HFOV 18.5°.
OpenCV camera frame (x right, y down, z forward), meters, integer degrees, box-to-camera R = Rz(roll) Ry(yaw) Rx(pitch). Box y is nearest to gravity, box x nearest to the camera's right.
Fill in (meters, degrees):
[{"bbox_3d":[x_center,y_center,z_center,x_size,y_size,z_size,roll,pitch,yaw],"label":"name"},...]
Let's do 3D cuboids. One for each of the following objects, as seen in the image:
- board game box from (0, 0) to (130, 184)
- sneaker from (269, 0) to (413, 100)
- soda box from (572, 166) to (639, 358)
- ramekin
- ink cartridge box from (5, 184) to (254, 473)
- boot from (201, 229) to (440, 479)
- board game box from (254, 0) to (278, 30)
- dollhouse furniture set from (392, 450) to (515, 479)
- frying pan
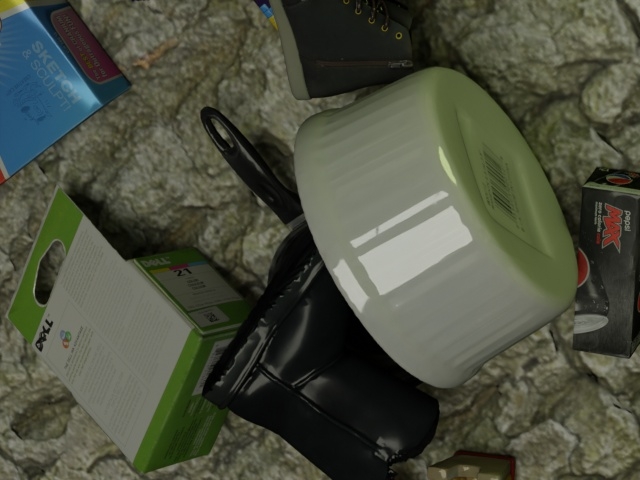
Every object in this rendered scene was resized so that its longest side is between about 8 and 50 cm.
[{"bbox_3d":[-0.376,-0.213,1.987,0.242,0.064,0.316,-34,96,31],"label":"board game box"},{"bbox_3d":[0.017,-0.225,1.739,0.118,0.083,0.222,-6,135,8],"label":"sneaker"},{"bbox_3d":[0.270,0.021,1.819,0.060,0.053,0.168,9,115,20],"label":"soda box"},{"bbox_3d":[0.111,-0.020,1.748,0.135,0.277,0.277,-29,99,23],"label":"ramekin"},{"bbox_3d":[-0.194,0.082,2.027,0.255,0.097,0.188,45,126,29],"label":"ink cartridge box"},{"bbox_3d":[0.033,0.110,1.890,0.207,0.094,0.246,31,105,-11],"label":"boot"},{"bbox_3d":[-0.010,-0.269,1.815,0.141,0.048,0.170,-36,94,29],"label":"board game box"},{"bbox_3d":[0.103,0.394,2.025,0.201,0.152,0.374,5,96,22],"label":"dollhouse furniture set"},{"bbox_3d":[-0.011,0.023,1.942,0.326,0.053,0.197,34,122,8],"label":"frying pan"}]
